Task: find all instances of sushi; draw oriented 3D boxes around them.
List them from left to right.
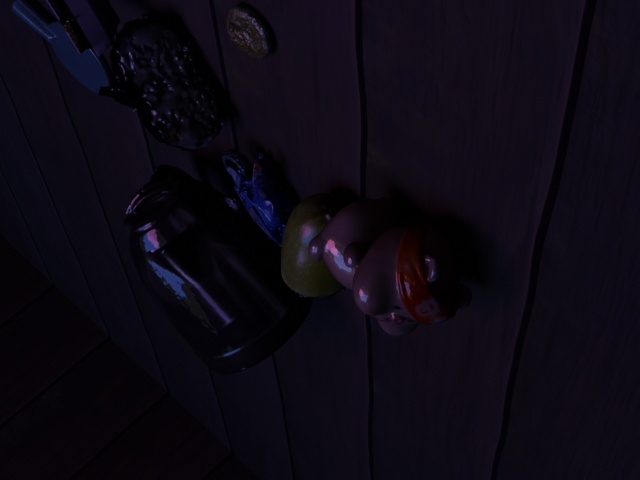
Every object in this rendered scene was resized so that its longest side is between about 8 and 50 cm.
[{"bbox_3d":[-0.244,-0.226,1.686,0.115,0.147,0.212,12,140,58],"label":"sushi"}]

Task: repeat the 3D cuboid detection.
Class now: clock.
[{"bbox_3d":[-0.398,-0.411,1.672,0.253,0.083,0.186,53,172,35],"label":"clock"}]

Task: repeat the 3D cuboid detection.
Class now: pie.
[{"bbox_3d":[-0.094,-0.276,1.488,0.084,0.021,0.084,36,151,24],"label":"pie"}]

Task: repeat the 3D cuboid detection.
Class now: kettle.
[{"bbox_3d":[-0.193,0.010,1.889,0.324,0.228,0.321,53,-163,-26],"label":"kettle"}]

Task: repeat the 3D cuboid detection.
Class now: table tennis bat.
[{"bbox_3d":[-0.470,-0.360,2.034,0.244,0.040,0.153,42,156,7],"label":"table tennis bat"}]

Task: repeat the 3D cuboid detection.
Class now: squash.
[{"bbox_3d":[0.000,0.000,1.634,0.123,0.123,0.186,42,158,17],"label":"squash"}]

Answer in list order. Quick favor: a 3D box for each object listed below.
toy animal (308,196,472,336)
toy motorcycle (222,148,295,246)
[{"bbox_3d":[0.099,0.035,1.464,0.198,0.171,0.171,36,155,38],"label":"toy animal"},{"bbox_3d":[-0.084,-0.059,1.754,0.114,0.076,0.205,22,149,45],"label":"toy motorcycle"}]
